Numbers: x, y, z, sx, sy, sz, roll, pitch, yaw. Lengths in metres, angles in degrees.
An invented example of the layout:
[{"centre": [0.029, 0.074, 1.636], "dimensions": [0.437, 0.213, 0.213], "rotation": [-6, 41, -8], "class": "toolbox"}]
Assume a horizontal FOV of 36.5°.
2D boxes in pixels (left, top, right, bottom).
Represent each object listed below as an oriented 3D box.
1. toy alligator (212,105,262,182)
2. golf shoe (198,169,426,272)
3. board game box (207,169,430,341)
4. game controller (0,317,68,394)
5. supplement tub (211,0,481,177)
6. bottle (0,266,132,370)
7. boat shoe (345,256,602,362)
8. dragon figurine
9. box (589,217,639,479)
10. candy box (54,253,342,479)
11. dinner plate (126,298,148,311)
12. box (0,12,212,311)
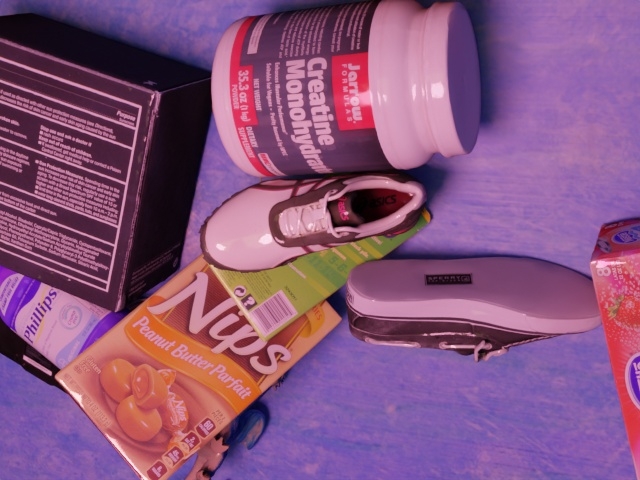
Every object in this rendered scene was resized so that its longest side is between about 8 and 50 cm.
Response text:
[{"centre": [-0.098, -0.129, 1.249], "dimensions": [0.051, 0.056, 0.189], "rotation": [5, 115, 64], "class": "toy alligator"}, {"centre": [-0.010, -0.033, 1.126], "dimensions": [0.273, 0.120, 0.105], "rotation": [-15, 90, -5], "class": "golf shoe"}, {"centre": [0.000, 0.000, 1.198], "dimensions": [0.259, 0.039, 0.124], "rotation": [-35, 92, -4], "class": "board game box"}, {"centre": [-0.400, 0.136, 1.433], "dimensions": [0.319, 0.067, 0.166], "rotation": [27, 129, 16], "class": "game controller"}, {"centre": [0.031, -0.172, 1.106], "dimensions": [0.272, 0.191, 0.191], "rotation": [-2, 105, 22], "class": "supplement tub"}, {"centre": [-0.377, 0.080, 1.325], "dimensions": [0.283, 0.092, 0.118], "rotation": [36, 106, 15], "class": "bottle"}, {"centre": [0.183, 0.093, 1.166], "dimensions": [0.306, 0.113, 0.105], "rotation": [-1, 127, 2], "class": "boat shoe"}, {"centre": [-0.133, 0.260, 1.350], "dimensions": [0.085, 0.144, 0.289], "rotation": [36, 129, 15], "class": "dragon figurine"}, {"centre": [0.404, 0.128, 1.078], "dimensions": [0.142, 0.154, 0.300], "rotation": [-11, 103, 24], "class": "box"}, {"centre": [-0.151, 0.139, 1.225], "dimensions": [0.316, 0.087, 0.183], "rotation": [-41, 89, -16], "class": "candy box"}, {"centre": [-0.236, 0.149, 1.400], "dimensions": [0.141, 0.017, 0.141], "rotation": [6, 108, 19], "class": "dinner plate"}, {"centre": [-0.321, -0.111, 1.262], "dimensions": [0.296, 0.183, 0.294], "rotation": [21, 113, 12], "class": "box"}]
